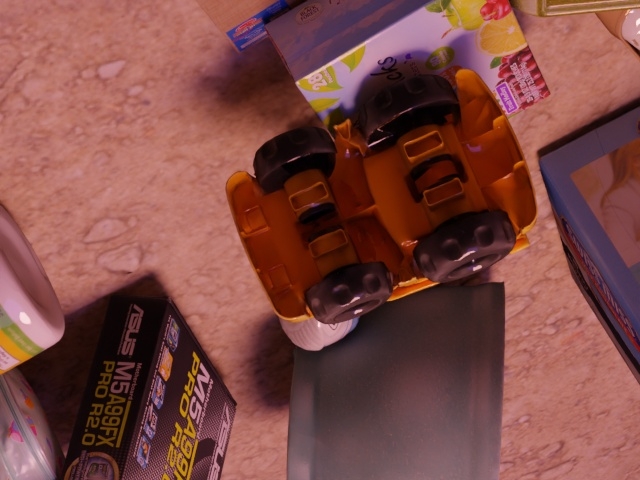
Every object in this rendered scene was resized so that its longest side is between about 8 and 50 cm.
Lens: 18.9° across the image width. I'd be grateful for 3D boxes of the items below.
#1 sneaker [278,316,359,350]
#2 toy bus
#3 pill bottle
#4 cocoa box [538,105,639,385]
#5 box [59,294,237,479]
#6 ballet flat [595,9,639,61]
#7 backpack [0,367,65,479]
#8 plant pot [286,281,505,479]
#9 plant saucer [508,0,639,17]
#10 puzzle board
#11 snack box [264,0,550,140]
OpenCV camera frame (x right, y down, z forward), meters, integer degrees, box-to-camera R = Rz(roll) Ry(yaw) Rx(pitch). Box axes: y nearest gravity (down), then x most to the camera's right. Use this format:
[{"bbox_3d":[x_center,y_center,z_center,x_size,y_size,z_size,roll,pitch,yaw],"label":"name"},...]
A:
[{"bbox_3d":[0.000,0.000,1.675,0.086,0.085,0.237,-41,150,-28],"label":"sneaker"},{"bbox_3d":[0.055,-0.017,1.522,0.220,0.149,0.211,-23,166,2],"label":"toy bus"},{"bbox_3d":[-0.335,0.076,1.485,0.246,0.136,0.136,-30,146,3],"label":"pill bottle"},{"bbox_3d":[0.415,-0.019,1.778,0.347,0.231,0.228,-28,146,0],"label":"cocoa box"},{"bbox_3d":[-0.155,0.214,1.686,0.060,0.270,0.216,2,149,18],"label":"box"},{"bbox_3d":[0.299,-0.176,1.635,0.080,0.073,0.232,-38,144,14],"label":"ballet flat"},{"bbox_3d":[-0.299,0.176,1.611,0.144,0.166,0.188,-32,152,5],"label":"backpack"},{"bbox_3d":[0.070,0.181,1.805,0.196,0.293,0.293,2,144,4],"label":"plant pot"},{"bbox_3d":[0.229,-0.231,1.471,0.188,0.045,0.188,-5,152,4],"label":"plant saucer"},{"bbox_3d":[-0.028,-0.200,1.441,0.128,0.011,0.096,-31,147,7],"label":"puzzle board"},{"bbox_3d":[0.073,-0.142,1.526,0.174,0.070,0.207,-30,149,4],"label":"snack box"}]
